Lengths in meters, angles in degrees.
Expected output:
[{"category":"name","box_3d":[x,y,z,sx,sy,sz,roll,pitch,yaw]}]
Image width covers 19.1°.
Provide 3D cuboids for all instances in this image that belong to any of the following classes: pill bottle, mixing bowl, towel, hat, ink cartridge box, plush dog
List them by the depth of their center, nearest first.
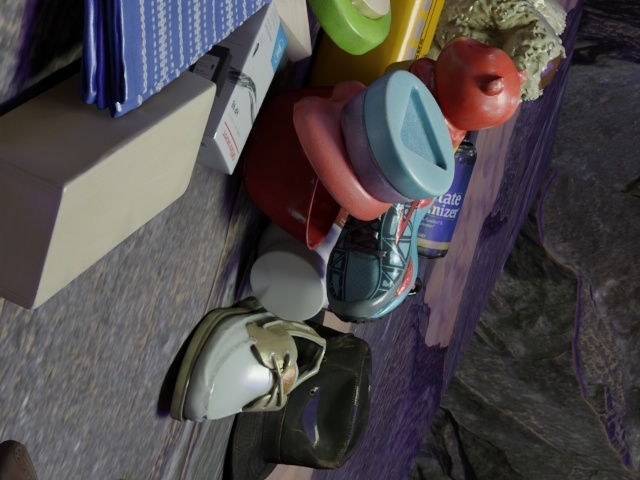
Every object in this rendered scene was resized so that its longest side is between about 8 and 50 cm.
[{"category":"towel","box_3d":[-0.111,-0.256,1.478,0.336,0.040,0.243,-49,142,-62]},{"category":"ink cartridge box","box_3d":[-0.095,-0.131,1.742,0.104,0.060,0.180,69,42,-72]},{"category":"mixing bowl","box_3d":[-0.024,-0.092,2.017,0.181,0.098,0.181,19,90,-80]},{"category":"pill bottle","box_3d":[0.000,0.000,2.210,0.216,0.121,0.121,-54,159,-54]},{"category":"plush dog","box_3d":[0.181,-0.261,2.494,0.225,0.210,0.262,-41,-166,21]},{"category":"hat","box_3d":[-0.002,0.215,2.501,0.331,0.134,0.331,19,90,-79]},{"category":"pill bottle","box_3d":[0.153,-0.093,2.735,0.123,0.122,0.219,-24,132,-73]}]

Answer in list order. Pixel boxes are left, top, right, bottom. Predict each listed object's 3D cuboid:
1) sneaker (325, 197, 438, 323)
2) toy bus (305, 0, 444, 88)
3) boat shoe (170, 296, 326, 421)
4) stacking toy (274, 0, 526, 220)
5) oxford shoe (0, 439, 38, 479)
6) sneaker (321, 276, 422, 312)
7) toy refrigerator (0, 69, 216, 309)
[{"category":"sneaker","box_3d":[0.057,-0.037,2.070,0.125,0.104,0.262,60,43,-53]},{"category":"toy bus","box_3d":[0.075,-0.264,2.177,0.130,0.108,0.333,-14,122,-74]},{"category":"boat shoe","box_3d":[-0.075,0.135,2.127,0.302,0.103,0.113,-40,146,-67]},{"category":"stacking toy","box_3d":[0.080,-0.186,1.923,0.280,0.130,0.309,63,30,-12]},{"category":"oxford shoe","box_3d":[-0.252,0.275,1.598,0.271,0.096,0.098,95,13,-48]},{"category":"sneaker","box_3d":[0.064,0.012,2.407,0.106,0.162,0.281,97,17,-44]},{"category":"toy refrigerator","box_3d":[-0.181,-0.055,1.419,0.269,0.094,0.102,-44,156,-61]}]
